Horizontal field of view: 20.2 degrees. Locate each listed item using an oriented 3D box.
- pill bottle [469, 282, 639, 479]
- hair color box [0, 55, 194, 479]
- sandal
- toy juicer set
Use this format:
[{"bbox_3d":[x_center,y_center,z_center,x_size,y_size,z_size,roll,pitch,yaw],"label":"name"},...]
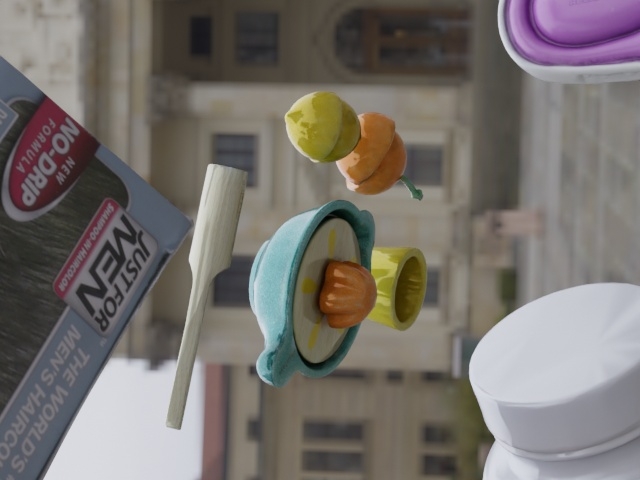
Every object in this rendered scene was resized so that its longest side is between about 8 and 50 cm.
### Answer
[{"bbox_3d":[0.163,0.149,0.910,0.136,0.136,0.246,-80,-30,-61],"label":"pill bottle"},{"bbox_3d":[-0.232,0.089,0.787,0.374,0.113,0.185,-31,24,44],"label":"hair color box"},{"bbox_3d":[0.315,-0.209,1.359,0.102,0.416,0.169,13,-117,-57],"label":"sandal"},{"bbox_3d":[0.000,0.000,1.334,0.329,0.089,0.209,-26,-58,-58],"label":"toy juicer set"}]
